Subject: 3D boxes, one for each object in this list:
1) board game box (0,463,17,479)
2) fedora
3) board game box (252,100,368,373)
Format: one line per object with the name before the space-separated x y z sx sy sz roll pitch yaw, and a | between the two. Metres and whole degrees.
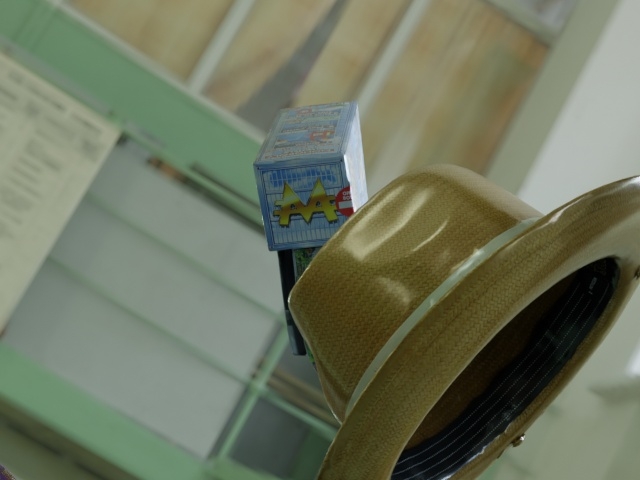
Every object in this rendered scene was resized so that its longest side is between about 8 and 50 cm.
board game box | -0.193 0.164 0.754 0.133 0.169 0.033 -7 -20 21
fedora | 0.045 0.028 0.648 0.079 0.194 0.194 41 -12 21
board game box | 0.000 0.000 1.135 0.060 0.194 0.194 -6 -1 6
